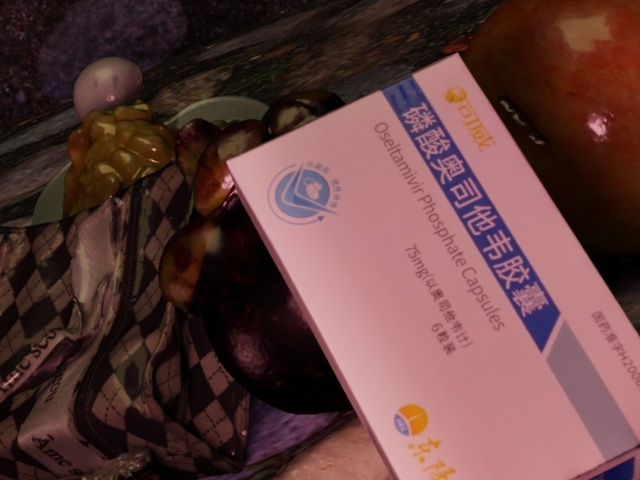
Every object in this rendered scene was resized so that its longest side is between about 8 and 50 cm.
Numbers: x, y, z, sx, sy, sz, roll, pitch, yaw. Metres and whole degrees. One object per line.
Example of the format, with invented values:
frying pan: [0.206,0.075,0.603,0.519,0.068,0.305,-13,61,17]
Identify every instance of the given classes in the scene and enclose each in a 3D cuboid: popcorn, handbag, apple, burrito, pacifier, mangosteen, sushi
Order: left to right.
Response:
handbag: [-0.252,0.087,1.722,0.416,0.180,0.317,-13,53,30]
sushi: [-0.181,0.232,1.502,0.150,0.078,0.090,-35,13,-31]
pacifier: [-0.220,-0.104,2.309,0.343,0.269,0.288,-26,39,3]
popcorn: [-0.173,-0.037,2.098,0.257,0.224,0.270,13,14,22]
burrito: [-0.015,0.195,1.426,0.275,0.059,0.082,-31,6,-28]
mangosteen: [0.004,0.002,1.552,0.287,0.288,0.233,-14,-22,31]
apple: [0.243,-0.117,1.671,0.264,0.264,0.264,-22,16,7]

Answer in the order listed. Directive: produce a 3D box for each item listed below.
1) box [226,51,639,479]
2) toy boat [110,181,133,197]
box: [0.094,0.043,1.339,0.200,0.343,0.065,-25,-27,-7]
toy boat: [-0.109,0.017,1.924,0.310,0.115,0.089,8,24,-7]
